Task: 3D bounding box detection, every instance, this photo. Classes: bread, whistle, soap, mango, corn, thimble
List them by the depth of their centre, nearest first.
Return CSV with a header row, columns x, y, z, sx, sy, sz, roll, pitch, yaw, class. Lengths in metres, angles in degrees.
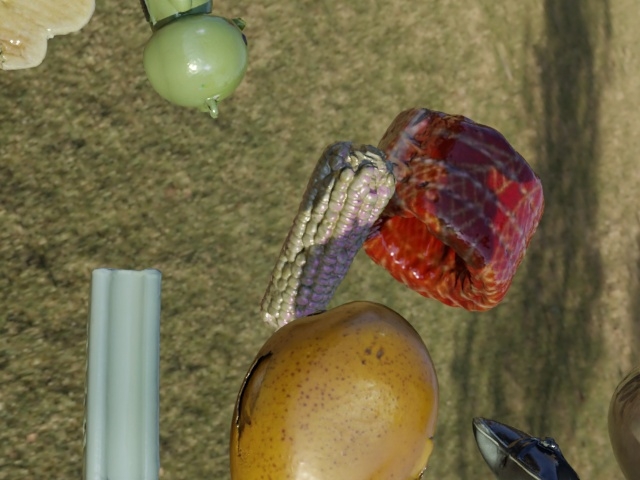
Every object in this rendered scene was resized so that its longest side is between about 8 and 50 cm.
x,y,z,sx,sy,sz,roll,pitch,yaw,class
-0.329,-0.298,1.003,0.251,0.039,0.182,44,78,-15,bread
0.003,0.197,1.036,0.191,0.160,0.291,20,83,-20,mango
-0.245,0.180,1.250,0.087,0.160,0.266,2,71,-14,soap
-0.164,-0.295,1.288,0.141,0.141,0.294,8,72,-56,whistle
0.002,0.001,1.568,0.126,0.335,0.127,24,20,-10,corn
0.219,-0.054,1.830,0.350,0.350,0.231,47,64,-34,thimble

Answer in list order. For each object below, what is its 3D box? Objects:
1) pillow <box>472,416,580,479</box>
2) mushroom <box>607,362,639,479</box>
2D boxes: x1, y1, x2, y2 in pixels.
x,y,z,sx,sy,sz,roll,pitch,yaw,class
0.178,0.196,0.837,0.136,0.091,0.055,49,59,-44,pillow
0.470,0.185,1.112,0.297,0.297,0.290,-27,133,-59,mushroom
